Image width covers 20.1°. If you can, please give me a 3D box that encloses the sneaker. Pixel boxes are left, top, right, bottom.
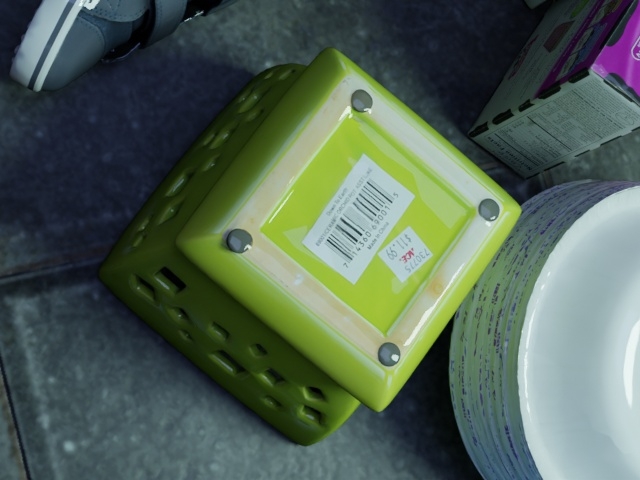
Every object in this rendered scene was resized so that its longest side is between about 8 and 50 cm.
[{"bbox_3d":[-0.109,-0.225,1.400,0.127,0.126,0.321,35,70,-5],"label":"sneaker"}]

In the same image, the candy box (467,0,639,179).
[{"bbox_3d":[0.226,-0.148,1.447,0.071,0.233,0.159,37,72,-10],"label":"candy box"}]

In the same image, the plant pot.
[{"bbox_3d":[0.000,0.000,1.357,0.227,0.207,0.228,40,71,-9],"label":"plant pot"}]

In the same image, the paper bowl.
[{"bbox_3d":[0.252,0.094,1.419,0.284,0.148,0.284,-2,93,-34],"label":"paper bowl"}]

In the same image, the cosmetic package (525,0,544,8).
[{"bbox_3d":[0.229,-0.321,1.521,0.183,0.151,0.151,-37,93,-21],"label":"cosmetic package"}]
